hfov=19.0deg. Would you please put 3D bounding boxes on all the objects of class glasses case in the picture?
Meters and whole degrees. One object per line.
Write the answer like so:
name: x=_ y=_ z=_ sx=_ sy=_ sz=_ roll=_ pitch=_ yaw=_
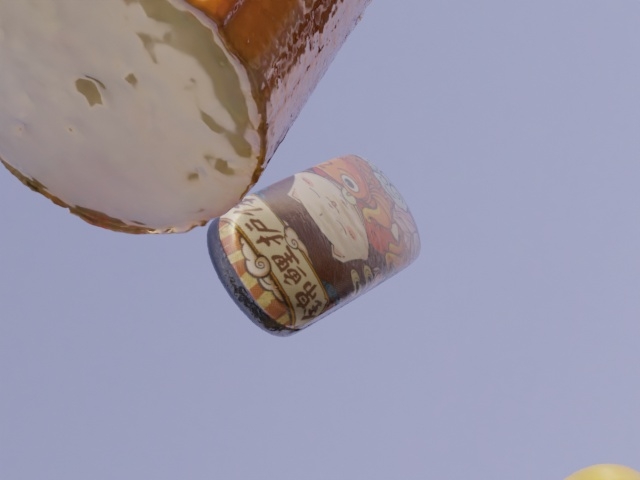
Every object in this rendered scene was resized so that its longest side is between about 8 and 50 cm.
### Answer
glasses case: x=0.000 y=0.000 z=1.708 sx=0.122 sy=0.082 sz=0.321 roll=59 pitch=-153 yaw=2

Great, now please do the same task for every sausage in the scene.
sausage: x=-0.093 y=-0.172 z=1.307 sx=0.233 sy=0.233 sz=0.287 roll=62 pitch=-145 yaw=-26

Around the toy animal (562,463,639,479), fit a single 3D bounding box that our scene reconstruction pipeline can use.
toy animal: x=0.263 y=0.413 z=1.990 sx=0.345 sy=0.277 sz=0.247 roll=-34 pitch=-81 yaw=-4
